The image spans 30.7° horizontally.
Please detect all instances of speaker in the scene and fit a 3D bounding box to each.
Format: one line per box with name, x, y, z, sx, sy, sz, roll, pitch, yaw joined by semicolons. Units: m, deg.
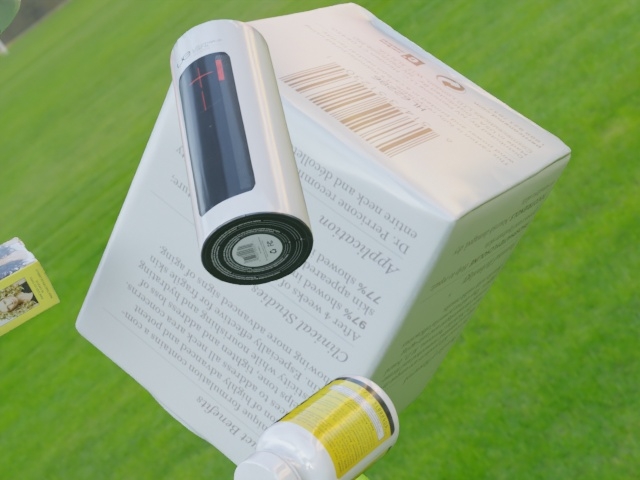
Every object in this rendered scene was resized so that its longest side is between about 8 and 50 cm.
speaker;-0.041;-0.047;0.579;0.055;0.055;0.136;-30;49;21

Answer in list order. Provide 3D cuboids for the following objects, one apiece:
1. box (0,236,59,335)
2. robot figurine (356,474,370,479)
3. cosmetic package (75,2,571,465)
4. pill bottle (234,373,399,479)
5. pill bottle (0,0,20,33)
box;-0.385;0.085;1.169;0.232;0.058;0.087;-32;30;-18
robot figurine;0.032;0.241;0.999;0.101;0.115;0.067;-42;8;22
cosmetic package;0.000;0.000;1.283;0.327;0.329;0.394;-28;-29;-56
pill bottle;-0.003;0.143;0.791;0.065;0.065;0.116;-19;8;43
pill bottle;-0.399;-0.296;0.936;0.188;0.334;0.188;-29;0;0
